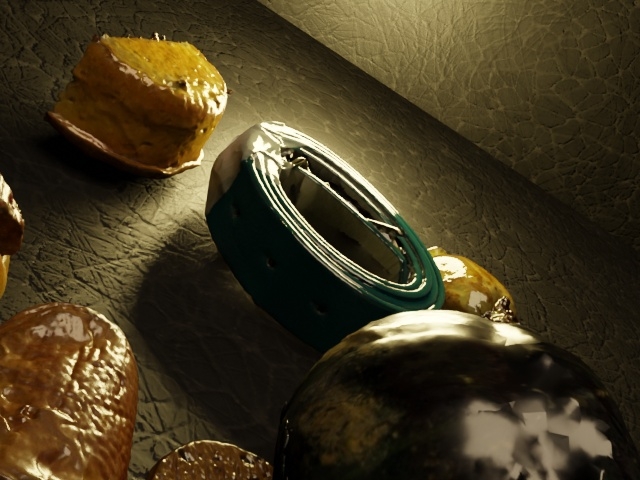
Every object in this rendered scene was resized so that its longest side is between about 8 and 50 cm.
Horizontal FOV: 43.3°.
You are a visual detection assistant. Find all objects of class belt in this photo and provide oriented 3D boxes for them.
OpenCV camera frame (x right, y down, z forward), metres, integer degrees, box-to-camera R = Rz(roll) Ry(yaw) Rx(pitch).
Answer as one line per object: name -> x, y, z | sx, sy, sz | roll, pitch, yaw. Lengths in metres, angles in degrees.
belt -> 0.001, 0.001, 1.312 | 0.436, 0.173, 0.300 | 44, 30, 16

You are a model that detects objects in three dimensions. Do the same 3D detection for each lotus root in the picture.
lotus root -> 0.260, 0.113, 1.484 | 0.169, 0.141, 0.314 | 24, 19, -30

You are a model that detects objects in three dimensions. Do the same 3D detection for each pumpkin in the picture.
pumpkin -> 0.136, 0.282, 0.784 | 0.454, 0.344, 0.454 | -19, 90, -85

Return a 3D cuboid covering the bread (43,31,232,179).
bread -> -0.261, -0.210, 1.313 | 0.179, 0.194, 0.340 | 40, 22, 10

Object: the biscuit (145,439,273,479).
biscuit -> -0.094, 0.304, 0.849 | 0.212, 0.036, 0.212 | 28, 29, -17

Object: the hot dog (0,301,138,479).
hot dog -> -0.261, 0.174, 0.767 | 0.196, 0.122, 0.272 | 28, 23, -22

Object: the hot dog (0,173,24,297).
hot dog -> -0.463, -0.061, 0.752 | 0.405, 0.223, 0.185 | 17, 44, -40
